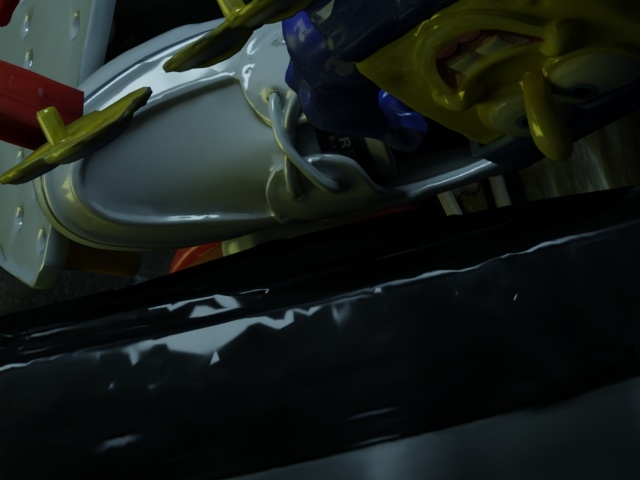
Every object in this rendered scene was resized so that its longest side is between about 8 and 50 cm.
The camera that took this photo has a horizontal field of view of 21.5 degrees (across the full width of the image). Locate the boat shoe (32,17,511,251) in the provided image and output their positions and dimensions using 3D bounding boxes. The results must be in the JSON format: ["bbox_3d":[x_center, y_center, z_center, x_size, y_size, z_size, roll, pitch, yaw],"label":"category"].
[{"bbox_3d":[0.007,-0.055,0.684,0.084,0.258,0.095,-126,17,-76],"label":"boat shoe"}]

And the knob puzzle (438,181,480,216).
[{"bbox_3d":[0.121,0.021,1.127,0.213,0.030,0.213,63,-175,-11],"label":"knob puzzle"}]

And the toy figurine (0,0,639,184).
[{"bbox_3d":[0.069,-0.120,0.539,0.362,0.217,0.191,-29,52,43],"label":"toy figurine"}]

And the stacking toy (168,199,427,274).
[{"bbox_3d":[0.000,0.000,1.568,0.350,0.351,0.479,78,-166,-51],"label":"stacking toy"}]

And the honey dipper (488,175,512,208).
[{"bbox_3d":[0.112,-0.035,1.070,0.030,0.030,0.160,80,176,-59],"label":"honey dipper"}]

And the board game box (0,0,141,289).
[{"bbox_3d":[-0.138,-0.194,0.883,0.390,0.050,0.389,22,101,65],"label":"board game box"}]

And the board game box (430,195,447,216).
[{"bbox_3d":[0.074,-0.089,1.479,0.133,0.033,0.168,84,171,-72],"label":"board game box"}]

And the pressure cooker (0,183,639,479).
[{"bbox_3d":[0.028,0.207,0.589,0.375,0.370,0.420,-81,-20,-88],"label":"pressure cooker"}]

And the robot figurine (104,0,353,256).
[{"bbox_3d":[-0.046,-0.117,1.154,0.353,0.200,0.299,-2,-103,-49],"label":"robot figurine"}]
